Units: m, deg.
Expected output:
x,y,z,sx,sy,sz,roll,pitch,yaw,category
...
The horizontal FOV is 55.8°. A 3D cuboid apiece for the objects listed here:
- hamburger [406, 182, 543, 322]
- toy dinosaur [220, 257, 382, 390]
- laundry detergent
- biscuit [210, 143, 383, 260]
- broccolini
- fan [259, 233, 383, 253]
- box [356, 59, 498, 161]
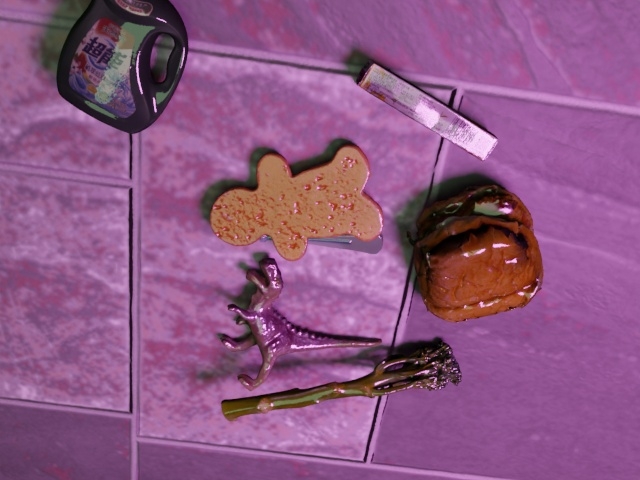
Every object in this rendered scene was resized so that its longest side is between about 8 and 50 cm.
x,y,z,sx,sy,sz,roll,pitch,yaw,category
0.227,0.032,0.878,0.183,0.130,0.206,-15,118,11,hamburger
-0.054,0.156,0.978,0.200,0.072,0.251,-42,101,11,toy dinosaur
-0.235,-0.256,0.768,0.144,0.078,0.222,30,111,-15,laundry detergent
-0.040,-0.053,0.886,0.250,0.036,0.165,-13,107,6,biscuit
0.037,0.241,0.995,0.392,0.079,0.074,-9,132,0,broccolini
0.000,0.000,0.925,0.193,0.016,0.038,3,119,-1,fan
0.144,-0.175,0.815,0.207,0.050,0.041,27,111,-12,box
